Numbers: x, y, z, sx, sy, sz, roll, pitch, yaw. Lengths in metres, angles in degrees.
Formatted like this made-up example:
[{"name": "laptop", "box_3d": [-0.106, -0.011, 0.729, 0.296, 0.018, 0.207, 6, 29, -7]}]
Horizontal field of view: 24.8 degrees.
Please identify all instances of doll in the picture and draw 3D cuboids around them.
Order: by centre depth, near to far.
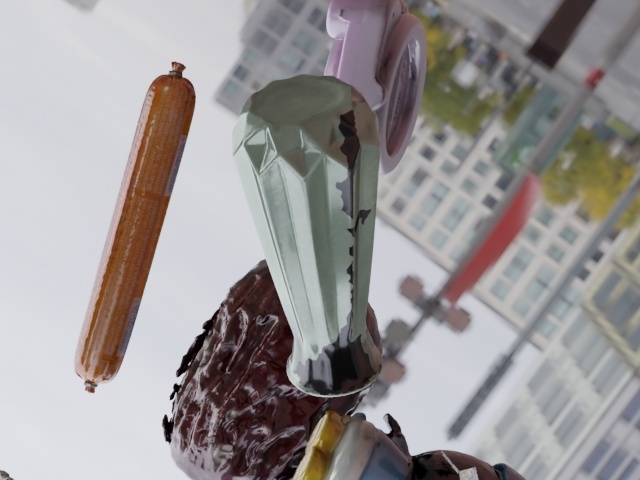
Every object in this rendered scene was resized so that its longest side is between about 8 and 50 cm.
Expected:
[{"name": "doll", "box_3d": [0.122, 0.293, 1.535, 0.314, 0.177, 0.141, 30, 147, -6]}]

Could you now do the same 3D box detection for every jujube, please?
[{"name": "jujube", "box_3d": [-0.064, 0.192, 2.107, 0.258, 0.376, 0.258, 34, -174, -4]}]

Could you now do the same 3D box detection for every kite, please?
[{"name": "kite", "box_3d": [0.130, 0.223, 1.338, 0.002, 0.044, 0.078, -5, -172, -23]}]

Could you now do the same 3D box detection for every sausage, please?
[{"name": "sausage", "box_3d": [-0.187, -0.011, 1.465, 0.053, 0.347, 0.053, 16, -174, -2]}]

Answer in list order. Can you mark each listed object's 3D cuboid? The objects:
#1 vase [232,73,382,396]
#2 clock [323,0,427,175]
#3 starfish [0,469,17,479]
[{"name": "vase", "box_3d": [0.000, 0.000, 1.613, 0.165, 0.165, 0.360, 47, 151, 51]}, {"name": "clock", "box_3d": [0.078, -0.228, 2.223, 0.113, 0.295, 0.322, 13, -172, 14]}, {"name": "starfish", "box_3d": [-0.315, 0.296, 1.570, 0.240, 0.043, 0.227, 39, 155, 7]}]
